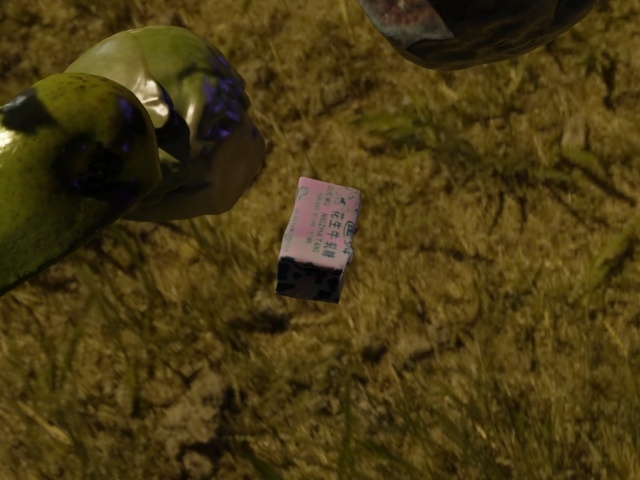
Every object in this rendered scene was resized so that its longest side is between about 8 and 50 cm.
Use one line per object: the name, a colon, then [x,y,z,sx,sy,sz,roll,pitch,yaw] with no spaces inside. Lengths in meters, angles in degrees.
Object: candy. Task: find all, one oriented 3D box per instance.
candy: [0.000,0.000,1.561,0.092,0.073,0.160,12,46,3]

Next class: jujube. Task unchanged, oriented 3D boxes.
jujube: [0.167,-0.310,1.303,0.215,0.246,0.308,-30,20,-34]

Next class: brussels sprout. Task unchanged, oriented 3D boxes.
brussels sprout: [-0.241,-0.159,1.721,0.328,0.247,0.328,-8,59,13]

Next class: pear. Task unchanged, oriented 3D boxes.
pear: [-0.283,-0.068,1.212,0.292,0.159,0.292,-29,15,9]
